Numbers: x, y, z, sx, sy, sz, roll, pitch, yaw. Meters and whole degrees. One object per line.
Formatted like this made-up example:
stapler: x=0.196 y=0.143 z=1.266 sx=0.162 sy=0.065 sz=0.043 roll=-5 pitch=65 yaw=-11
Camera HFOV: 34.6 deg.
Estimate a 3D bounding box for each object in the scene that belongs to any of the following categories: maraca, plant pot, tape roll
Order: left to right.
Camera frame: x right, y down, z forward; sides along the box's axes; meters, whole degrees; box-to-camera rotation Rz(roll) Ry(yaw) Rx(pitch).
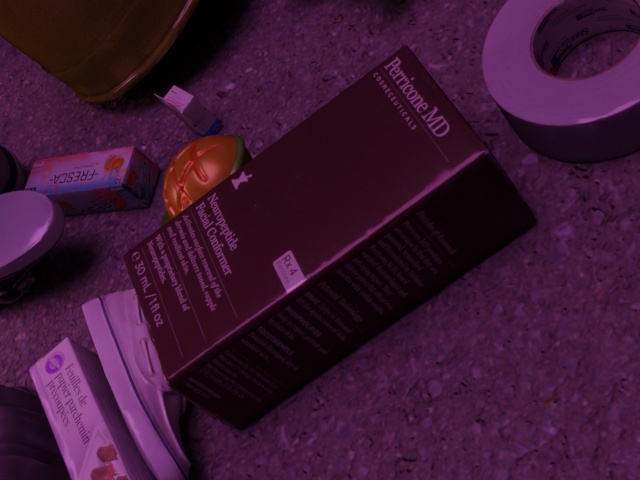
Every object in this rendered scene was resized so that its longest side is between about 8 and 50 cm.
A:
plant pot: x=-0.375 y=-0.425 z=1.361 sx=0.367 sy=0.353 sz=0.366 roll=-28 pitch=48 yaw=37
maraca: x=-0.140 y=-0.061 z=1.212 sx=0.186 sy=0.099 sz=0.127 roll=-22 pitch=44 yaw=54
tape roll: x=0.277 y=-0.188 z=1.030 sx=0.219 sy=0.072 sz=0.219 roll=-17 pitch=54 yaw=25

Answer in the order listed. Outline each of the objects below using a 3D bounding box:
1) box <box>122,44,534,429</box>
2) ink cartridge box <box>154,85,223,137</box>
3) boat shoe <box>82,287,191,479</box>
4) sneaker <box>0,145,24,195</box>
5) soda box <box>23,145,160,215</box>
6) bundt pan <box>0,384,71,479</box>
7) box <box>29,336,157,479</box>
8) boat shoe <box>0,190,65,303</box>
box: x=0.000 y=0.000 z=1.050 sx=0.381 sy=0.143 sz=0.191 roll=-36 pitch=48 yaw=7
ink cartridge box: x=-0.167 y=-0.166 z=1.300 sx=0.048 sy=0.083 sz=0.028 roll=31 pitch=82 yaw=42
boat shoe: x=-0.181 y=0.148 z=1.104 sx=0.084 sy=0.095 sz=0.258 roll=-24 pitch=57 yaw=-11
sneaker: x=-0.589 y=-0.042 z=1.363 sx=0.366 sy=0.210 sz=0.137 roll=-30 pitch=76 yaw=-5
soda box: x=-0.302 y=-0.075 z=1.348 sx=0.183 sy=0.058 sz=0.062 roll=-4 pitch=60 yaw=32
bundt pan: x=-0.430 y=0.296 z=1.153 sx=0.331 sy=0.124 sz=0.330 roll=-17 pitch=53 yaw=24
box: x=-0.227 y=0.237 z=1.095 sx=0.063 sy=0.067 sz=0.324 roll=-41 pitch=48 yaw=4
boat shoe: x=-0.427 y=0.035 z=1.331 sx=0.306 sy=0.105 sz=0.113 roll=-28 pitch=54 yaw=24
